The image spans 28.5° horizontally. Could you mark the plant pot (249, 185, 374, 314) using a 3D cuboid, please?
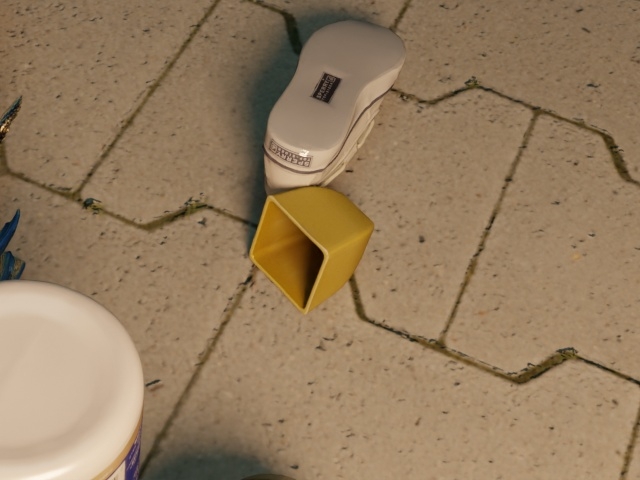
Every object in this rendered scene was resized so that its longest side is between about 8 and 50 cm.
[{"bbox_3d":[0.000,0.000,1.125,0.083,0.081,0.081,-24,59,-37],"label":"plant pot"}]

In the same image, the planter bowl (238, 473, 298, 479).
[{"bbox_3d":[-0.042,0.234,0.895,0.162,0.162,0.109,18,24,5],"label":"planter bowl"}]

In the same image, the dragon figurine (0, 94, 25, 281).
[{"bbox_3d":[-0.299,0.011,1.059,0.144,0.085,0.289,28,53,12],"label":"dragon figurine"}]

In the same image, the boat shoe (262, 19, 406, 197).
[{"bbox_3d":[0.011,-0.124,1.220,0.096,0.088,0.267,20,40,3],"label":"boat shoe"}]

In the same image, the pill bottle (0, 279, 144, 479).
[{"bbox_3d":[-0.198,0.160,0.843,0.153,0.265,0.153,6,51,-7],"label":"pill bottle"}]
